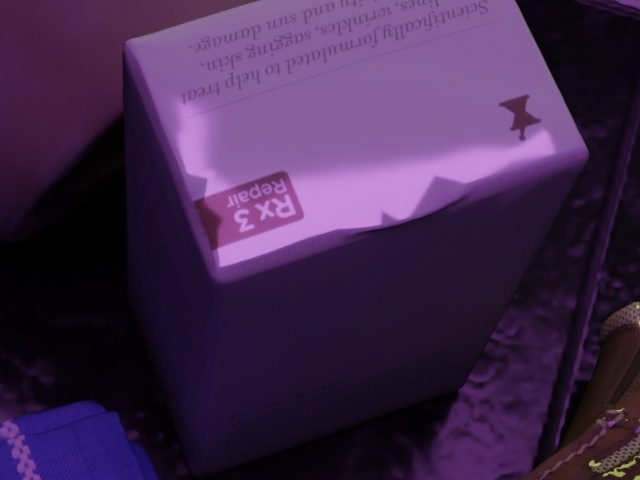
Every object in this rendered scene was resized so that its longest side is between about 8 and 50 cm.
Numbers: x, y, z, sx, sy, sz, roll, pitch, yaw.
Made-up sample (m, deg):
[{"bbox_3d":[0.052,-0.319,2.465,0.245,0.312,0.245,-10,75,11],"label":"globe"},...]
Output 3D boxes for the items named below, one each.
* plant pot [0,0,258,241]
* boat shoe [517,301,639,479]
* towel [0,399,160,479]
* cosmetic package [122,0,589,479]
[{"bbox_3d":[-0.128,-0.162,0.665,0.323,0.323,0.280,-40,91,-19],"label":"plant pot"},{"bbox_3d":[0.128,0.073,0.699,0.257,0.095,0.095,-23,58,-20],"label":"boat shoe"},{"bbox_3d":[-0.172,0.197,0.591,0.336,0.040,0.243,-18,57,-19],"label":"towel"},{"bbox_3d":[0.000,0.000,0.630,0.117,0.231,0.085,-18,71,-13],"label":"cosmetic package"}]
